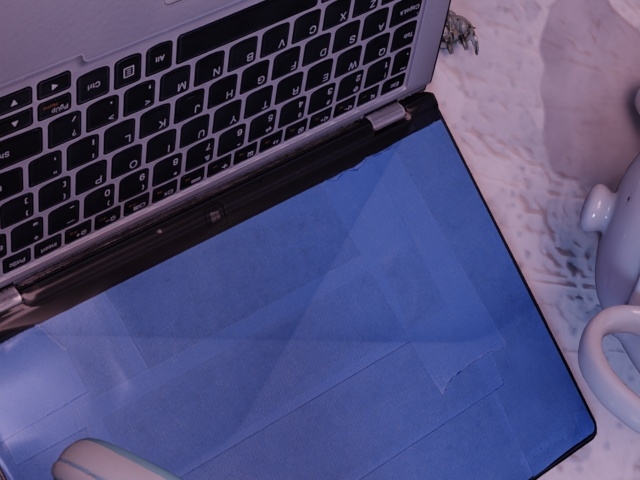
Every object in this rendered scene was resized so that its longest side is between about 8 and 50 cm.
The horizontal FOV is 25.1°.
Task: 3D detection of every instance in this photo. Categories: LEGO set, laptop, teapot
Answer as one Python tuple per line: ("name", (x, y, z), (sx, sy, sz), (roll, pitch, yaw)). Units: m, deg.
("LEGO set", (0.092, -0.156, 0.998), (0.054, 0.023, 0.083), (16, 70, -24))
("laptop", (0.000, 0.000, 0.796), (0.382, 0.408, 0.236), (-28, 58, -31))
("teapot", (0.262, 0.010, 0.945), (0.187, 0.256, 0.252), (18, 89, 4))

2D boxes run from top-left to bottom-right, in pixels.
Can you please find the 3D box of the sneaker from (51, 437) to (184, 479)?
("sneaker", (-0.078, 0.261, 0.701), (0.208, 0.127, 0.319), (-48, 124, -26))
